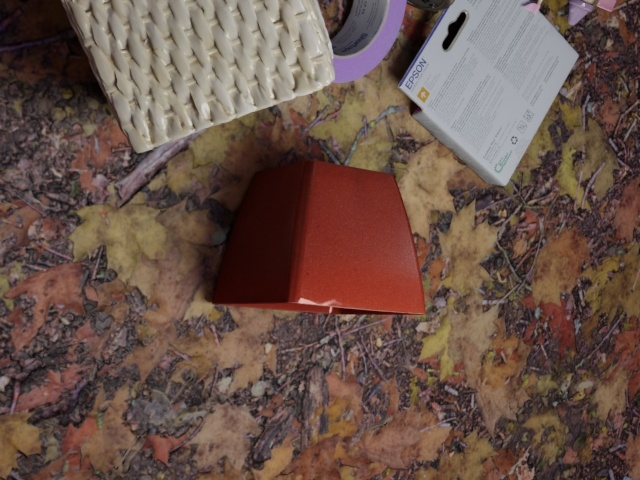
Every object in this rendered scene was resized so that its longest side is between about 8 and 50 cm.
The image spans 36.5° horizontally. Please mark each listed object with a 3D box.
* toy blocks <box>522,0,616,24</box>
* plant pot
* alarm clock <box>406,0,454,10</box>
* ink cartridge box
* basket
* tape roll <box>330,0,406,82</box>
[{"bbox_3d":[0.550,-0.537,1.891,0.289,0.309,0.260,13,111,-27],"label":"toy blocks"},{"bbox_3d":[0.000,0.000,1.627,0.267,0.267,0.235,7,83,-33],"label":"plant pot"},{"bbox_3d":[0.194,-0.460,1.695,0.129,0.192,0.064,33,68,-31],"label":"alarm clock"},{"bbox_3d":[0.317,-0.328,1.872,0.330,0.071,0.324,37,78,-28],"label":"ink cartridge box"},{"bbox_3d":[-0.174,-0.330,1.372,0.328,0.266,0.331,-19,111,5],"label":"basket"},{"bbox_3d":[0.020,-0.406,1.617,0.275,0.090,0.274,-20,121,-38],"label":"tape roll"}]
